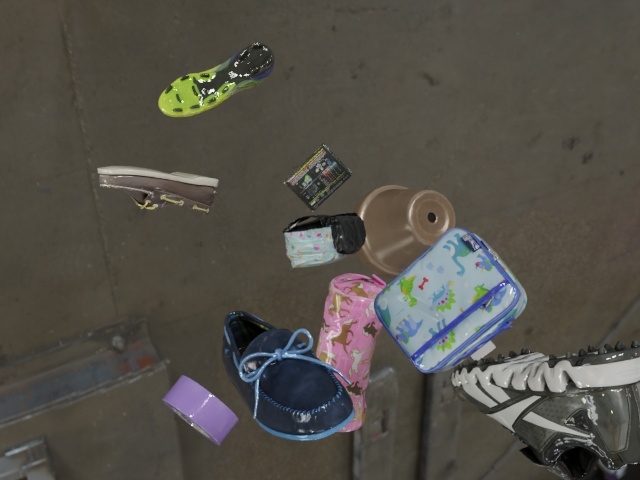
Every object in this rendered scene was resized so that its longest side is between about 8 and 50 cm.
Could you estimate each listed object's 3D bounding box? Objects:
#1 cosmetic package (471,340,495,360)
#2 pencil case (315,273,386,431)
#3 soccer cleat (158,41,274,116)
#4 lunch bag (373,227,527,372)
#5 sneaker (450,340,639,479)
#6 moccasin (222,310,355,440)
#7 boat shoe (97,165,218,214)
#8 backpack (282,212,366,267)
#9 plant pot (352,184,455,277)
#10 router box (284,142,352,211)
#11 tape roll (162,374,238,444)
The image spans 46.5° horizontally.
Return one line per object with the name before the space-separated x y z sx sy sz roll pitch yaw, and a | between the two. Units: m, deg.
cosmetic package | 0.278 0.149 1.596 0.060 0.099 0.239 -39 119 7
pencil case | 0.068 0.275 1.842 0.160 0.167 0.386 13 109 7
soccer cleat | -0.228 -0.347 1.678 0.289 0.093 0.121 -32 176 -14
lunch bag | 0.212 0.102 1.212 0.219 0.176 0.090 -41 154 15
sneaker | 0.182 0.145 0.619 0.078 0.234 0.106 -7 82 -21
moccasin | -0.077 0.189 1.096 0.137 0.342 0.117 -25 110 -28
boat shoe | -0.378 -0.117 1.749 0.324 0.116 0.097 3 99 -51
backpack | 0.000 0.000 1.735 0.152 0.181 0.115 -1 82 -61
plant pot | 0.243 -0.037 2.010 0.262 0.229 0.263 4 80 -24
router box | -0.005 -0.137 1.618 0.122 0.038 0.092 -42 101 10
tape roll | -0.306 0.434 1.901 0.080 0.189 0.189 -51 139 -20
